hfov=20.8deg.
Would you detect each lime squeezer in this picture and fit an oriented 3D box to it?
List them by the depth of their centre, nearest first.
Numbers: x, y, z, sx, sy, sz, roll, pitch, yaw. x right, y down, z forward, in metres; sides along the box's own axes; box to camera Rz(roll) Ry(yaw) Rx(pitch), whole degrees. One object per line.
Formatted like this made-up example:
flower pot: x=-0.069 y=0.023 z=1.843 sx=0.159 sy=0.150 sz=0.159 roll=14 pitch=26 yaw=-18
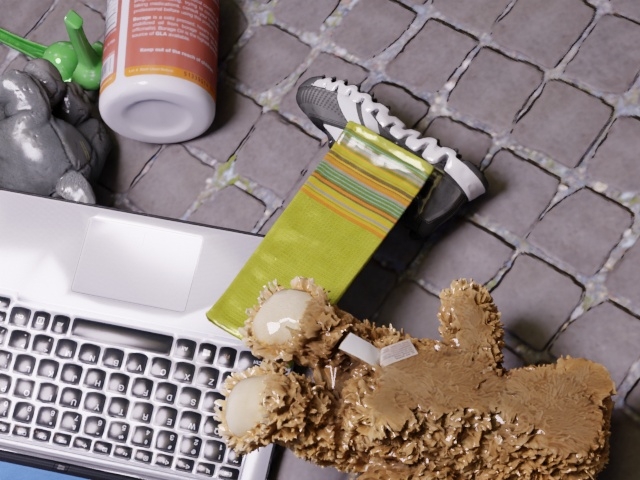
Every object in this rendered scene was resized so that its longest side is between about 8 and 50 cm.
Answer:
lime squeezer: x=-0.289 y=-0.202 z=1.892 sx=0.310 sy=0.110 sz=0.059 roll=12 pitch=82 yaw=61

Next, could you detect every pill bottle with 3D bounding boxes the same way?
pill bottle: x=-0.165 y=-0.220 z=1.828 sx=0.121 sy=0.121 sz=0.216 roll=-9 pitch=61 yaw=20

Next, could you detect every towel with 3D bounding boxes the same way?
towel: x=0.000 y=0.000 z=1.599 sx=0.102 sy=0.021 sz=0.237 roll=28 pitch=72 yaw=27

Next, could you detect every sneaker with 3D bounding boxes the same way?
sneaker: x=0.045 y=-0.078 z=1.687 sx=0.234 sy=0.078 sz=0.106 roll=35 pitch=80 yaw=31

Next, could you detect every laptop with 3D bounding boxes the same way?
laptop: x=-0.237 y=0.128 z=1.550 sx=0.382 sy=0.236 sz=0.408 roll=11 pitch=73 yaw=9

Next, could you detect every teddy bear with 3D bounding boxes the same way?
teddy bear: x=0.078 y=0.144 z=1.493 sx=0.338 sy=0.113 sz=0.245 roll=1 pitch=53 yaw=-2

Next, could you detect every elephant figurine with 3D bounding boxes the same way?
elephant figurine: x=-0.347 y=-0.068 z=1.832 sx=0.239 sy=0.186 sz=0.169 roll=-31 pitch=100 yaw=19
